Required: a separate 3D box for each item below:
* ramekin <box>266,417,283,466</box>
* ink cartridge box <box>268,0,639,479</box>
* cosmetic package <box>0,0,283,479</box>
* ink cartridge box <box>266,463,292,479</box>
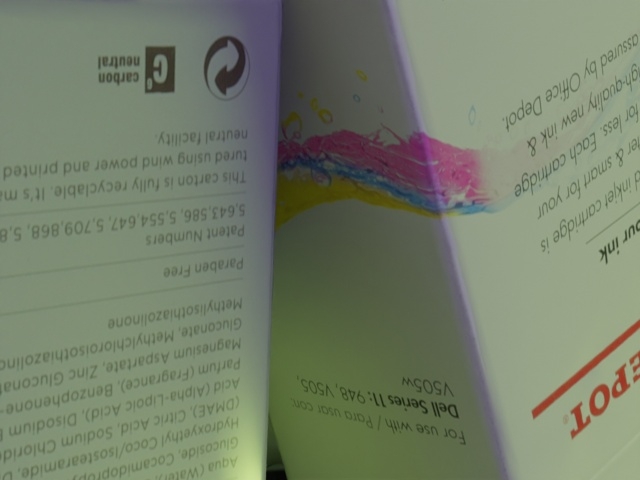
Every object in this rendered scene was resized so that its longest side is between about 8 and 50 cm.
[{"bbox_3d":[0.000,0.000,0.710,0.273,0.127,0.273,-13,108,-47],"label":"ramekin"},{"bbox_3d":[0.064,-0.038,0.583,0.207,0.119,0.353,-33,116,-40],"label":"ink cartridge box"},{"bbox_3d":[-0.140,0.106,0.510,0.156,0.217,0.385,-5,99,-47],"label":"cosmetic package"},{"bbox_3d":[-0.002,0.293,0.646,0.307,0.072,0.303,98,-14,-53],"label":"ink cartridge box"}]
